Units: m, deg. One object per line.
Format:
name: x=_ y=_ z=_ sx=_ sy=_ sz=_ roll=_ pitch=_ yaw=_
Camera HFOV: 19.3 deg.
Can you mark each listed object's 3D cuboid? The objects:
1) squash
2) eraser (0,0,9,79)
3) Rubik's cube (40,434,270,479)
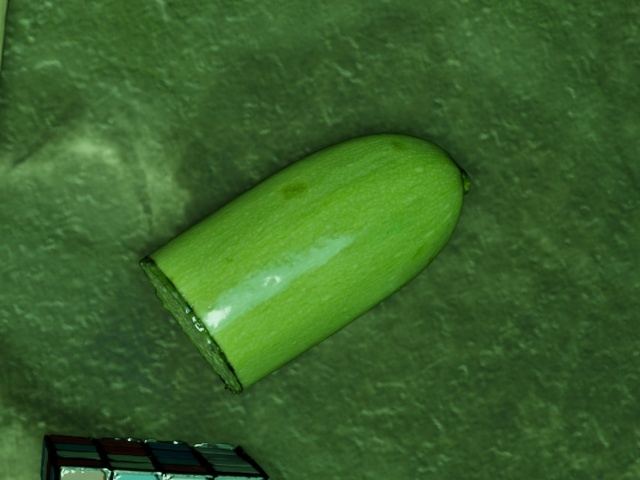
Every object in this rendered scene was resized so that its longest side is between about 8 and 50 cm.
squash: x=0.000 y=0.000 z=1.422 sx=0.247 sy=0.132 sz=0.132 roll=-34 pitch=99 yaw=-10
eraser: x=-0.293 y=-0.222 z=1.374 sx=0.144 sy=0.078 sz=0.343 roll=5 pitch=92 yaw=-13
Rubik's cube: x=-0.129 y=0.229 z=1.392 sx=0.155 sy=0.154 sz=0.151 roll=4 pitch=93 yaw=-11
